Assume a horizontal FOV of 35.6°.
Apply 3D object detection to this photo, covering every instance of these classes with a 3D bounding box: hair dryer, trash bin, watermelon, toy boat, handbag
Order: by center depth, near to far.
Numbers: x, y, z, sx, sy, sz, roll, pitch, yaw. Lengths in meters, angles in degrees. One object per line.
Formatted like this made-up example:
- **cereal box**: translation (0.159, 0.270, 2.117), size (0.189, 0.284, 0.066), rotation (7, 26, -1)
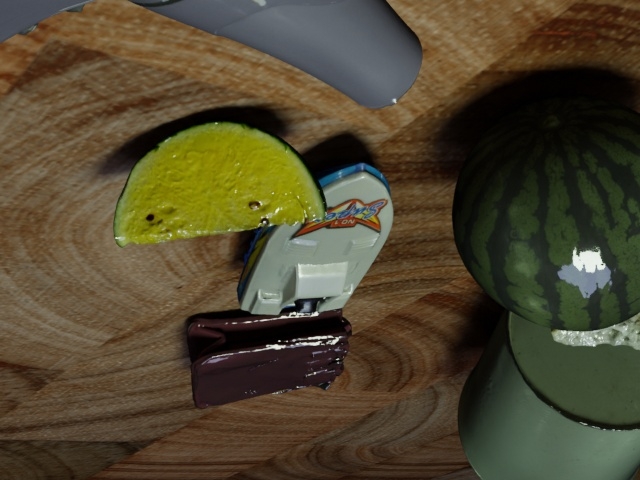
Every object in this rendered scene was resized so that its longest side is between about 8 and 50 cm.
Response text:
- **hair dryer**: translation (-0.141, -0.141, 0.626), size (0.361, 0.121, 0.301), rotation (-12, 156, 32)
- **watermelon**: translation (-0.088, -0.058, 0.829), size (0.181, 0.092, 0.075), rotation (-6, 143, 10)
- **watermelon**: translation (0.218, -0.025, 0.876), size (0.212, 0.212, 0.212), rotation (-8, 156, -4)
- **toy boat**: translation (0.000, 0.000, 0.986), size (0.129, 0.088, 0.295), rotation (-3, 156, -17)
- **handbag**: translation (-0.068, 0.149, 1.314), size (0.216, 0.074, 0.203), rotation (-9, 156, -8)
- **trash bin**: translation (0.344, 0.206, 1.369), size (0.280, 0.280, 0.432), rotation (-9, 153, -3)

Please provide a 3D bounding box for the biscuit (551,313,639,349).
- **biscuit**: translation (0.389, 0.058, 1.151), size (0.265, 0.188, 0.040), rotation (-22, 135, 2)
